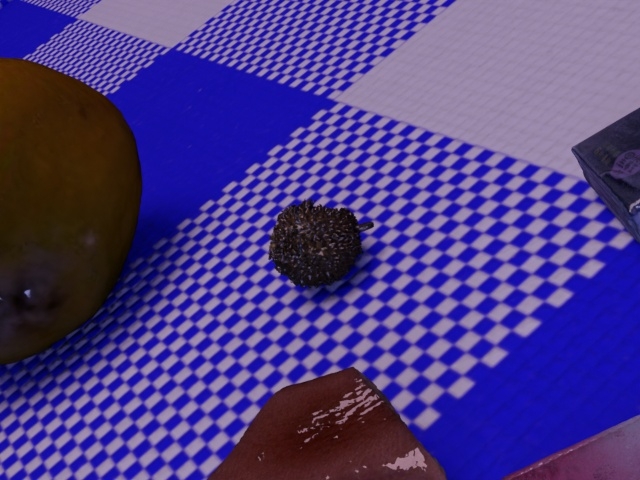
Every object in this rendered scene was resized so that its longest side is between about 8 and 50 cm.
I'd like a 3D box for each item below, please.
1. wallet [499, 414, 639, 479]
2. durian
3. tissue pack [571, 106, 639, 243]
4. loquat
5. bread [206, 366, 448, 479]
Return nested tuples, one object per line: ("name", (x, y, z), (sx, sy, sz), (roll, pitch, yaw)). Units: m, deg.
("wallet", (0.158, 0.178, 0.532), (0.119, 0.025, 0.232), (-26, 30, 11))
("durian", (0.000, 0.000, 0.910), (0.091, 0.080, 0.080), (-19, 30, 5))
("tissue pack", (0.266, -0.069, 0.774), (0.156, 0.051, 0.112), (-30, 28, 6))
("loquat", (-0.298, -0.026, 1.072), (0.276, 0.276, 0.284), (-27, 46, 10))
("bread", (0.007, 0.143, 0.692), (0.192, 0.067, 0.119), (-17, 40, 29))
